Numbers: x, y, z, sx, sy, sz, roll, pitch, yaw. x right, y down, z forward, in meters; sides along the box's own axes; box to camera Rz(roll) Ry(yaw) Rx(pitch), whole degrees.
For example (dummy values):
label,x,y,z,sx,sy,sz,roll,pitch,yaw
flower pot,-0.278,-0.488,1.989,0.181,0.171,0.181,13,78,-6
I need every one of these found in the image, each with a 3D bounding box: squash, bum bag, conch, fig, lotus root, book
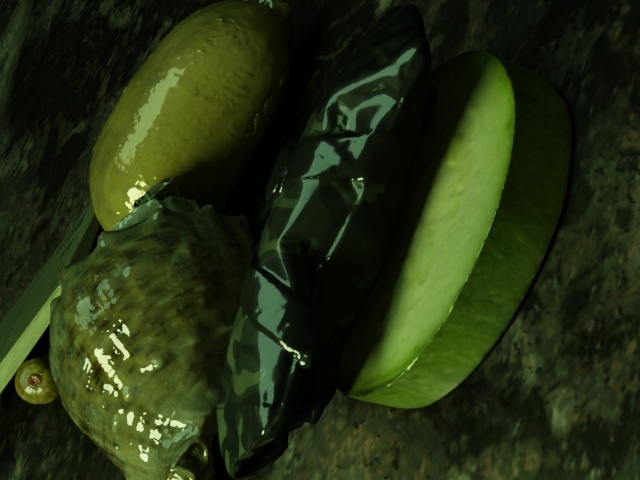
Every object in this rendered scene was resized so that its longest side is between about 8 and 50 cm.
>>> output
label,x,y,z,sx,sy,sz,roll,pitch,yaw
squash,0.076,-0.007,1.225,0.252,0.049,0.252,-50,28,39
bum bag,0.000,0.000,1.209,0.144,0.095,0.340,-165,97,-84
conch,-0.148,0.084,1.472,0.210,0.159,0.291,-37,39,47
fig,-0.290,0.147,1.869,0.083,0.050,0.050,118,172,-80
lotus root,-0.124,-0.092,1.607,0.303,0.131,0.146,-60,1,11
book,-0.314,0.079,1.951,0.283,0.025,0.215,-50,15,35
